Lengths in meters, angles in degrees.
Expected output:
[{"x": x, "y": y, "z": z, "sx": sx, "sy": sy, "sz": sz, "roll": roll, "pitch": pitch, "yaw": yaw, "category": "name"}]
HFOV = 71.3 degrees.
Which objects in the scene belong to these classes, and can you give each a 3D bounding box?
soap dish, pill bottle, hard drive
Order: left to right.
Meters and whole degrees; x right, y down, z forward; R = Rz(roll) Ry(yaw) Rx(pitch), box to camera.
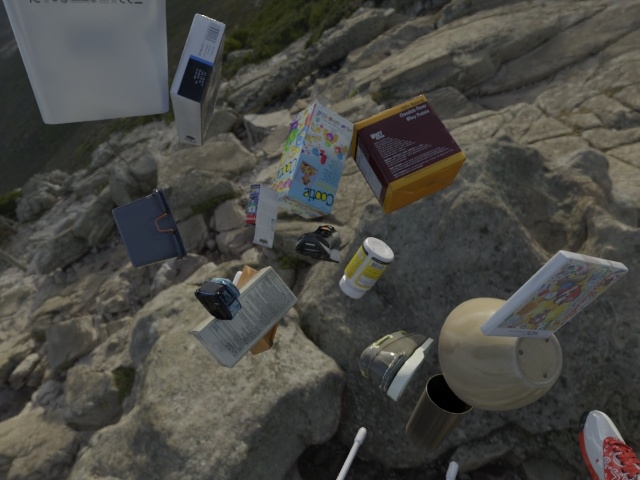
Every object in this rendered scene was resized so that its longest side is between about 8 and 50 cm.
[{"x": -0.383, "y": -0.354, "z": 0.756, "sx": 0.232, "sy": 0.353, "sz": 0.047, "roll": -14, "pitch": 62, "yaw": -25, "category": "hard drive"}, {"x": -0.250, "y": 0.272, "z": 1.706, "sx": 0.118, "sy": 0.291, "sz": 0.229, "roll": 1, "pitch": 51, "yaw": 19, "category": "soap dish"}, {"x": 0.160, "y": 0.102, "z": 1.599, "sx": 0.209, "sy": 0.119, "sz": 0.119, "roll": -57, "pitch": 29, "yaw": 29, "category": "pill bottle"}]

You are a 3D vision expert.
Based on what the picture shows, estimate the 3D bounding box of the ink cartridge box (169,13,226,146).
[{"x": -0.260, "y": -0.313, "z": 0.958, "sx": 0.332, "sy": 0.065, "sz": 0.166, "roll": 166, "pitch": 119, "yaw": -74, "category": "ink cartridge box"}]

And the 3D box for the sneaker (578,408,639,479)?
[{"x": 0.536, "y": 0.408, "z": 0.754, "sx": 0.090, "sy": 0.145, "sz": 0.270, "roll": 20, "pitch": 51, "yaw": -5, "category": "sneaker"}]

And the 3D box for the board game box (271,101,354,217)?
[{"x": -0.026, "y": -0.221, "z": 1.277, "sx": 0.142, "sy": 0.144, "sz": 0.276, "roll": -5, "pitch": 65, "yaw": 60, "category": "board game box"}]

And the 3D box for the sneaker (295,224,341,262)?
[{"x": 0.000, "y": 0.000, "z": 1.282, "sx": 0.100, "sy": 0.271, "sz": 0.108, "roll": 10, "pitch": 86, "yaw": 14, "category": "sneaker"}]

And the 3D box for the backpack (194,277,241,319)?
[{"x": -0.274, "y": 0.163, "z": 1.246, "sx": 0.104, "sy": 0.115, "sz": 0.084, "roll": 0, "pitch": 39, "yaw": 36, "category": "backpack"}]

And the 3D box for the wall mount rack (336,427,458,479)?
[{"x": 0.116, "y": 0.551, "z": 0.851, "sx": 0.349, "sy": 0.130, "sz": 0.305, "roll": 8, "pitch": 78, "yaw": 31, "category": "wall mount rack"}]

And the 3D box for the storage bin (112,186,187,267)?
[{"x": -0.302, "y": -0.015, "z": 0.784, "sx": 0.090, "sy": 0.135, "sz": 0.098, "roll": -22, "pitch": 4, "yaw": -23, "category": "storage bin"}]

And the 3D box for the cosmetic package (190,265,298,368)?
[{"x": -0.233, "y": 0.234, "z": 1.387, "sx": 0.296, "sy": 0.153, "sz": 0.129, "roll": -42, "pitch": 10, "yaw": -28, "category": "cosmetic package"}]

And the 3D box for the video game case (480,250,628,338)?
[{"x": 0.457, "y": 0.117, "z": 0.878, "sx": 0.227, "sy": 0.206, "sz": 0.026, "roll": -59, "pitch": 37, "yaw": 33, "category": "video game case"}]

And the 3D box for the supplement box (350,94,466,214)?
[{"x": 0.201, "y": -0.204, "z": 1.066, "sx": 0.191, "sy": 0.129, "sz": 0.194, "roll": -25, "pitch": 71, "yaw": -9, "category": "supplement box"}]

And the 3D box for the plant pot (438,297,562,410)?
[{"x": 0.458, "y": 0.275, "z": 1.077, "sx": 0.284, "sy": 0.284, "sz": 0.191, "roll": -44, "pitch": 3, "yaw": -18, "category": "plant pot"}]

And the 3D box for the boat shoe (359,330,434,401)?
[{"x": 0.154, "y": 0.226, "z": 0.879, "sx": 0.091, "sy": 0.305, "sz": 0.109, "roll": 30, "pitch": 96, "yaw": 19, "category": "boat shoe"}]

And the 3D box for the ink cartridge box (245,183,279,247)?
[{"x": -0.115, "y": -0.046, "z": 0.869, "sx": 0.029, "sy": 0.062, "sz": 0.115, "roll": 2, "pitch": 80, "yaw": 32, "category": "ink cartridge box"}]

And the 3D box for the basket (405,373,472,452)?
[{"x": 0.393, "y": 0.593, "z": 1.516, "sx": 0.204, "sy": 0.227, "sz": 0.154, "roll": -8, "pitch": 39, "yaw": -43, "category": "basket"}]
